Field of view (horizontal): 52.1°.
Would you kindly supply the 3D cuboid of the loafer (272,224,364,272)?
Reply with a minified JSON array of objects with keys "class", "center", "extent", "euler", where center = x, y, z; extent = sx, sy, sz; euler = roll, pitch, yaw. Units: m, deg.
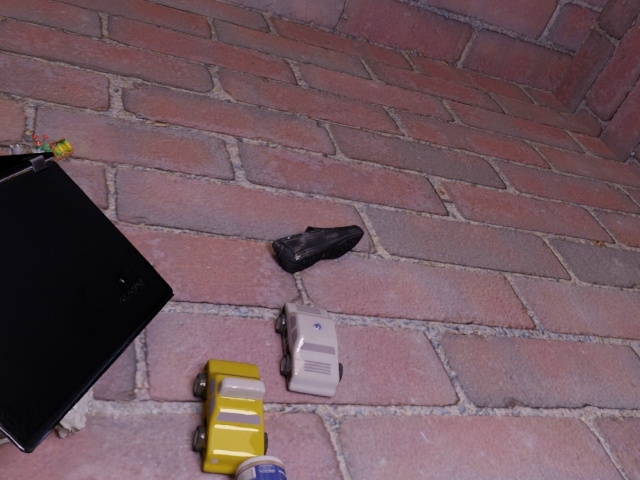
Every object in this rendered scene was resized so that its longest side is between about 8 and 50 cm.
[{"class":"loafer","center":[0.000,0.000,1.337],"extent":[0.223,0.076,0.078],"euler":[-18,60,-41]}]

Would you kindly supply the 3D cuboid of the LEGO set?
[{"class":"LEGO set","center":[-0.576,-0.169,1.181],"extent":[0.287,0.107,0.132],"euler":[-6,44,-37]}]

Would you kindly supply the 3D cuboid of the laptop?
[{"class":"laptop","center":[-0.466,0.046,0.831],"extent":[0.408,0.236,0.382],"euler":[-2,20,12]}]

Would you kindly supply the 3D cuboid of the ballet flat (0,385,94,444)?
[{"class":"ballet flat","center":[-0.463,0.188,0.752],"extent":[0.409,0.146,0.147],"euler":[2,39,-28]}]

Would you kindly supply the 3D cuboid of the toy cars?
[{"class":"toy cars","center":[-0.066,0.197,1.015],"extent":[0.177,0.087,0.394],"euler":[36,35,16]}]

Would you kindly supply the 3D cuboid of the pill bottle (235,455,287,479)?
[{"class":"pill bottle","center":[-0.070,0.342,0.831],"extent":[0.067,0.067,0.120],"euler":[9,36,-22]}]
